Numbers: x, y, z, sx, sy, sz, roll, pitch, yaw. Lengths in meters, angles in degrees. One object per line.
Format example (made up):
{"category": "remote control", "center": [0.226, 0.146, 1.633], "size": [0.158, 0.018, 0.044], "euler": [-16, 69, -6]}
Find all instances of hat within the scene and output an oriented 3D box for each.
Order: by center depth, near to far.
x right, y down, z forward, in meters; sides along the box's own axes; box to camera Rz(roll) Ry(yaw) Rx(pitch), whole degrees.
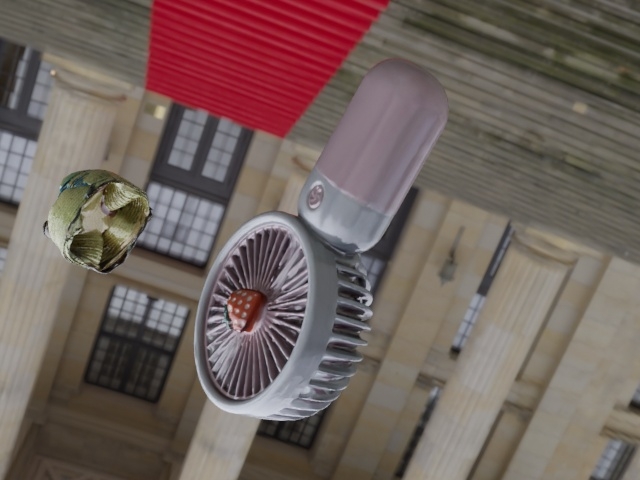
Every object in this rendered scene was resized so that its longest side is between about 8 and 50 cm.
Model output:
{"category": "hat", "center": [-0.182, -0.022, 0.721], "size": [0.059, 0.077, 0.076], "euler": [37, -176, 30]}

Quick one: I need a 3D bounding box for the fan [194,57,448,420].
{"category": "fan", "center": [0.000, 0.000, 0.563], "size": [0.074, 0.244, 0.130], "euler": [19, -164, -35]}
